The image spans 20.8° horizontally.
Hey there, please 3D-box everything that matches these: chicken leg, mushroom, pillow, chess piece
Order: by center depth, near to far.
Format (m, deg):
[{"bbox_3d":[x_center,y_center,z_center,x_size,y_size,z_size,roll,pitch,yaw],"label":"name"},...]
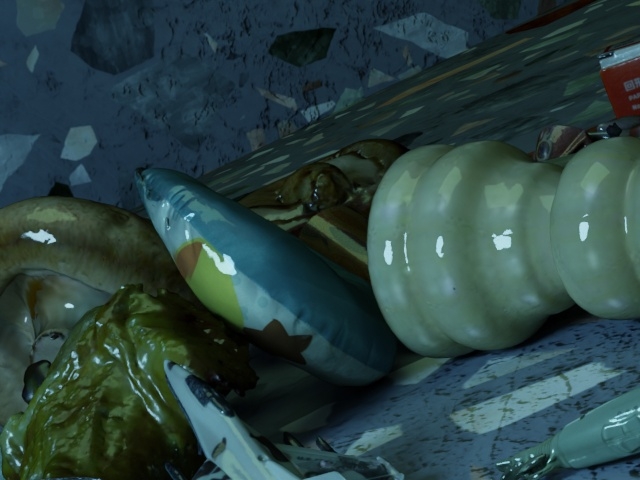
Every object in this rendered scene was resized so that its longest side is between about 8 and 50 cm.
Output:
[{"bbox_3d":[-0.138,0.148,1.198,0.211,0.140,0.361,-39,17,13],"label":"chicken leg"},{"bbox_3d":[0.196,-0.006,1.236,0.299,0.167,0.167,-7,17,39],"label":"chess piece"},{"bbox_3d":[-0.034,0.027,1.343,0.086,0.214,0.233,-50,-32,8],"label":"pillow"},{"bbox_3d":[-0.192,0.073,1.449,0.278,0.278,0.146,-19,38,22],"label":"mushroom"},{"bbox_3d":[0.000,0.000,1.626,0.253,0.153,0.253,-21,11,4],"label":"mushroom"}]

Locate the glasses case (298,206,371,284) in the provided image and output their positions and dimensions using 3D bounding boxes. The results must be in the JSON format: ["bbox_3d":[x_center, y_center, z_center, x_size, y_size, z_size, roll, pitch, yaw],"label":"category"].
[{"bbox_3d":[0.056,0.025,1.438,0.064,0.041,0.170,-27,42,-27],"label":"glasses case"}]

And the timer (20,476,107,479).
[{"bbox_3d":[-0.188,0.212,0.950,0.190,0.069,0.208,-6,30,15],"label":"timer"}]

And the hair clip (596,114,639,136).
[{"bbox_3d":[0.370,-0.129,1.736,0.300,0.069,0.173,-28,10,-32],"label":"hair clip"}]

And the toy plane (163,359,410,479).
[{"bbox_3d":[-0.040,0.142,1.046,0.160,0.082,0.234,-11,20,-29],"label":"toy plane"}]

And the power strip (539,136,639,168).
[{"bbox_3d":[0.214,-0.017,1.346,0.043,0.106,0.367,-22,6,-42],"label":"power strip"}]

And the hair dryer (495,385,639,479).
[{"bbox_3d":[0.169,0.109,0.913,0.237,0.075,0.206,-25,11,45],"label":"hair dryer"}]

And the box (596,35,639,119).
[{"bbox_3d":[0.410,-0.198,1.945,0.182,0.099,0.133,-19,8,23],"label":"box"}]

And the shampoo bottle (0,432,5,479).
[{"bbox_3d":[-0.238,0.190,1.421,0.056,0.056,0.195,-27,11,-25],"label":"shampoo bottle"}]

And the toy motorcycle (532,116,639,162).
[{"bbox_3d":[0.253,-0.063,1.476,0.212,0.118,0.084,-30,6,-38],"label":"toy motorcycle"}]
